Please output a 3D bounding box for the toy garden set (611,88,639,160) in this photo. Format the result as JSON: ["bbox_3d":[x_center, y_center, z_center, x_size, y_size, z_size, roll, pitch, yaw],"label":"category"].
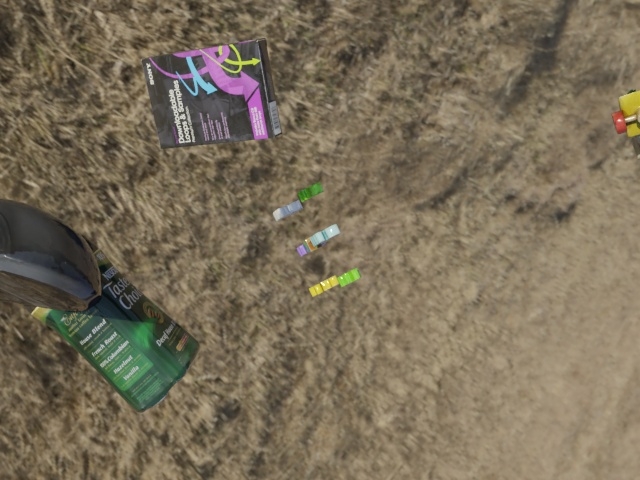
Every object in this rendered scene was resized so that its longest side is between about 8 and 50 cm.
[{"bbox_3d":[0.469,-0.159,0.980,0.204,0.049,0.244,-17,162,19],"label":"toy garden set"}]

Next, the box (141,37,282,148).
[{"bbox_3d":[-0.133,-0.175,0.962,0.029,0.162,0.116,-41,124,-61],"label":"box"}]

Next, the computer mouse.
[{"bbox_3d":[-0.299,0.002,0.677,0.188,0.272,0.072,51,49,-58],"label":"computer mouse"}]

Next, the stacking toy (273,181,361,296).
[{"bbox_3d":[0.000,0.000,1.321,0.052,0.221,0.167,-25,88,-20],"label":"stacking toy"}]

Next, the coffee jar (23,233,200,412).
[{"bbox_3d":[-0.213,0.079,0.794,0.079,0.096,0.184,-42,99,18],"label":"coffee jar"}]
